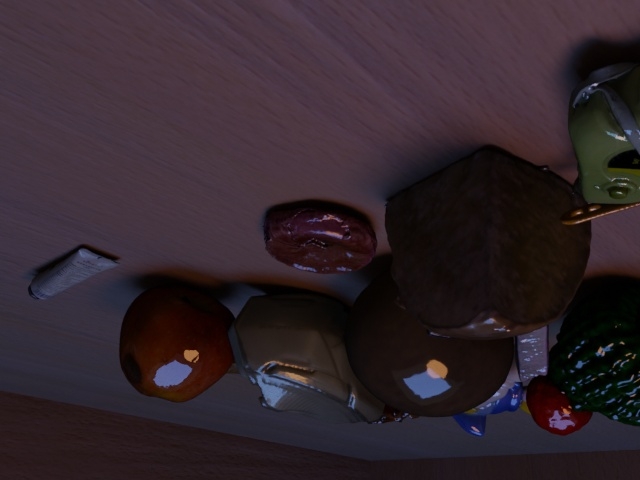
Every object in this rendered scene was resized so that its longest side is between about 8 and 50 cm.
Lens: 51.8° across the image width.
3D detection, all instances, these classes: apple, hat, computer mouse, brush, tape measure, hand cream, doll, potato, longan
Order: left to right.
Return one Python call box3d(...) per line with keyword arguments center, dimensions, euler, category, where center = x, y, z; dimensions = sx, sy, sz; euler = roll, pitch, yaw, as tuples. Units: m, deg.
box3d(center=(-0.468, 0.062, 1.220), dimensions=(0.234, 0.050, 0.080), euler=(-22, 145, 35), category="hand cream")
box3d(center=(-0.272, 0.203, 1.262), dimensions=(0.230, 0.229, 0.230), euler=(3, 156, 1), category="apple")
box3d(center=(0.011, 0.225, 1.290), dimensions=(0.145, 0.228, 0.429), euler=(-26, 141, 34), category="computer mouse")
box3d(center=(0.191, 0.164, 1.122), dimensions=(0.300, 0.243, 0.300), euler=(-11, 127, -15), category="longan")
box3d(center=(0.340, 0.320, 1.489), dimensions=(0.376, 0.187, 0.365), euler=(19, 162, 46), category="doll")
box3d(center=(0.207, 0.042, 0.828), dimensions=(0.189, 0.264, 0.211), euler=(29, 141, -26), category="potato")
box3d(center=(0.510, 0.234, 1.192), dimensions=(0.274, 0.242, 0.332), euler=(28, 135, -12), category="hat")
box3d(center=(0.332, -0.108, 0.654), dimensions=(0.175, 0.106, 0.200), euler=(3, 158, 30), category="tape measure")
box3d(center=(0.406, -0.061, 0.734), dimensions=(0.272, 0.103, 0.013), euler=(-17, 105, 21), category="brush")

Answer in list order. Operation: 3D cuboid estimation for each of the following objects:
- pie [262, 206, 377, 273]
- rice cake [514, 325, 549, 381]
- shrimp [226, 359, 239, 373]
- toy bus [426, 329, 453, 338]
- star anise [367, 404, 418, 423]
box3d(center=(0.000, 0.000, 1.003), dimensions=(0.183, 0.049, 0.182), euler=(8, 155, 4), category="pie")
box3d(center=(0.337, 0.114, 1.058), dimensions=(0.056, 0.072, 0.365), euler=(-6, 136, 14), category="rice cake")
box3d(center=(-0.181, 0.324, 1.731), dimensions=(0.295, 0.062, 0.154), euler=(-3, 161, 11), category="shrimp")
box3d(center=(0.196, 0.056, 0.965), dimensions=(0.079, 0.160, 0.091), euler=(5, 154, -2), category="toy bus")
box3d(center=(0.191, 0.396, 1.750), dimensions=(0.346, 0.148, 0.237), euler=(24, 127, -33), category="star anise")
